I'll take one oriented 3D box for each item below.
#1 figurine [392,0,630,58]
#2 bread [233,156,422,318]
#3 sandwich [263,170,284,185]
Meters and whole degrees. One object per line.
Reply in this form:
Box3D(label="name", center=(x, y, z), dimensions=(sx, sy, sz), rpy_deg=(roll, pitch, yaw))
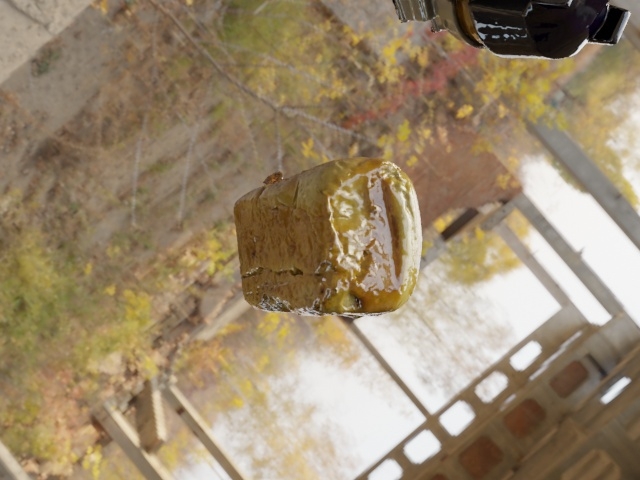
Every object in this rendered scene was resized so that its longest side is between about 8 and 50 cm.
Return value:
Box3D(label="figurine", center=(0.218, -0.289, 0.951), dimensions=(0.308, 0.308, 0.143), rpy_deg=(-36, 135, -50))
Box3D(label="bread", center=(0.000, 0.000, 0.891), dimensions=(0.132, 0.167, 0.294), rpy_deg=(6, 174, -24))
Box3D(label="sandwich", center=(-0.020, -0.041, 1.323), dimensions=(0.079, 0.159, 0.235), rpy_deg=(-32, -153, 5))
